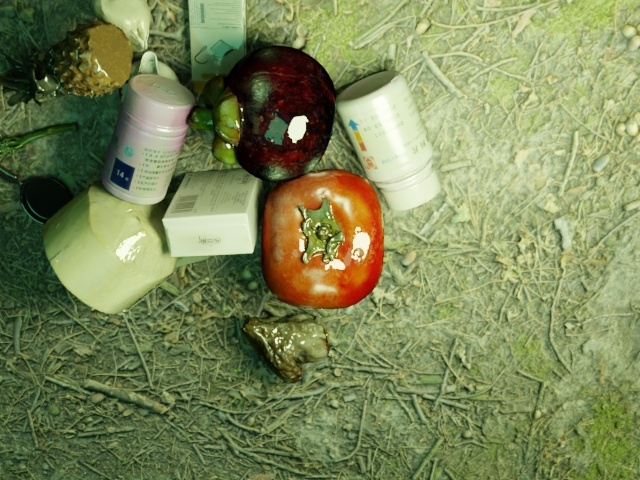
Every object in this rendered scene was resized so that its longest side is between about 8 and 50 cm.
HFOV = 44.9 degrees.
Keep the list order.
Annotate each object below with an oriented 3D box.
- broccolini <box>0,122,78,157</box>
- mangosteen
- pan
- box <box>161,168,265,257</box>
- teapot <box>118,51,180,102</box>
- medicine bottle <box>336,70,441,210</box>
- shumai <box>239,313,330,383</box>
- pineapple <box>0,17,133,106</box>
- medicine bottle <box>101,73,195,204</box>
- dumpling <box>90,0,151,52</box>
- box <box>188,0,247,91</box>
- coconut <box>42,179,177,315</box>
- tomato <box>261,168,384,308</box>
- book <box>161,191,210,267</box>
[{"bbox_3d":[-0.699,-0.245,1.877,0.238,0.051,0.054,-15,98,5],"label":"broccolini"},{"bbox_3d":[-0.111,-0.279,1.677,0.300,0.300,0.301,2,118,3],"label":"mangosteen"},{"bbox_3d":[-0.729,-0.131,1.942,0.235,0.028,0.136,38,113,-18],"label":"pan"},{"bbox_3d":[-0.241,-0.070,1.810,0.194,0.260,0.111,-3,116,6],"label":"box"},{"bbox_3d":[-0.389,-0.334,1.779,0.145,0.092,0.226,10,119,2],"label":"teapot"},{"bbox_3d":[0.160,-0.221,1.754,0.170,0.170,0.293,-19,114,13],"label":"medicine bottle"},{"bbox_3d":[-0.082,0.249,2.045,0.185,0.184,0.218,-42,98,-15],"label":"shumai"},{"bbox_3d":[-0.572,-0.361,1.677,0.364,0.165,0.166,-9,118,30],"label":"pineapple"},{"bbox_3d":[-0.381,-0.223,1.711,0.152,0.152,0.254,21,120,-7],"label":"medicine bottle"},{"bbox_3d":[-0.439,-0.501,1.685,0.118,0.136,0.199,-28,113,-30],"label":"dumpling"},{"bbox_3d":[-0.229,-0.455,1.737,0.129,0.033,0.247,4,118,1],"label":"box"},{"bbox_3d":[-0.499,0.020,1.832,0.322,0.323,0.323,2,118,3],"label":"coconut"},{"bbox_3d":[0.000,0.000,1.798,0.292,0.290,0.325,-7,85,0],"label":"tomato"},{"bbox_3d":[-0.450,-0.003,1.990,0.289,0.026,0.201,-14,115,11],"label":"book"}]
